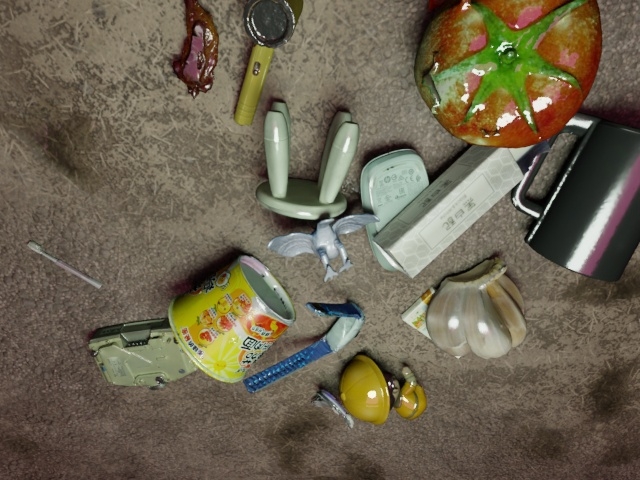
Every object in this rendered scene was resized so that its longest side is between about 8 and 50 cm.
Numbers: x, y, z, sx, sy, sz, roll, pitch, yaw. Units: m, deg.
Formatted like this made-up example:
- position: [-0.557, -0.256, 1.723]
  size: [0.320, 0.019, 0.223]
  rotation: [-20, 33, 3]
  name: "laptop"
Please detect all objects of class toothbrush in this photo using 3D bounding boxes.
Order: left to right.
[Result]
- position: [-0.639, 0.062, 1.081]
  size: [0.194, 0.014, 0.017]
  rotation: [39, 110, -19]
  name: "toothbrush"

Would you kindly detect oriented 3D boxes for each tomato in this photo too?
- position: [0.329, -0.312, 0.776]
  size: [0.303, 0.239, 0.304]
  rotation: [5, 105, 19]
  name: "tomato"

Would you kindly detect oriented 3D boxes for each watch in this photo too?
- position: [-0.021, 0.264, 1.082]
  size: [0.276, 0.068, 0.274]
  rotation: [-51, 153, 16]
  name: "watch"

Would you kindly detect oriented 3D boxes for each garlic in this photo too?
- position: [0.404, 0.193, 1.106]
  size: [0.210, 0.237, 0.292]
  rotation: [2, 113, 47]
  name: "garlic"

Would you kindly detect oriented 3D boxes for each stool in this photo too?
- position: [-0.026, -0.165, 0.879]
  size: [0.195, 0.195, 0.199]
  rotation: [8, 116, -6]
  name: "stool"

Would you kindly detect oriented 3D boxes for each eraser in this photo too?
- position: [0.298, -0.093, 0.917]
  size: [0.404, 0.096, 0.098]
  rotation: [-42, 113, 0]
  name: "eraser"

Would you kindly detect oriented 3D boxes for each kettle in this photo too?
- position: [0.599, -0.105, 0.958]
  size: [0.203, 0.262, 0.308]
  rotation: [-6, 121, -39]
  name: "kettle"

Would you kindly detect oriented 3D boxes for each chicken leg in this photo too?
- position: [-0.242, -0.387, 0.837]
  size: [0.089, 0.048, 0.219]
  rotation: [7, 117, -9]
  name: "chicken leg"

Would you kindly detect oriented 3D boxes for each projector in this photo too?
- position: [-0.473, 0.319, 1.181]
  size: [0.269, 0.088, 0.194]
  rotation: [-8, 115, 2]
  name: "projector"

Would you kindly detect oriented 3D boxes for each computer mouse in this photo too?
- position: [0.175, -0.064, 0.992]
  size: [0.159, 0.097, 0.289]
  rotation: [-19, 111, -8]
  name: "computer mouse"

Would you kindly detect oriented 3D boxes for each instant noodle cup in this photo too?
- position: [-0.196, 0.174, 1.029]
  size: [0.200, 0.264, 0.264]
  rotation: [-39, 113, 9]
  name: "instant noodle cup"

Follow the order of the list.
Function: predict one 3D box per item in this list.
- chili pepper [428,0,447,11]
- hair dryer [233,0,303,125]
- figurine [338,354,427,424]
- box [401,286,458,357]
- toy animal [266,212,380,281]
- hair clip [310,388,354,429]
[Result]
- position: [0.263, -0.506, 0.788]
  size: [0.059, 0.050, 0.191]
  rotation: [22, 124, -31]
  name: "chili pepper"
- position: [-0.116, -0.351, 0.834]
  size: [0.090, 0.135, 0.279]
  rotation: [19, 133, -12]
  name: "hair dryer"
- position: [0.175, 0.431, 1.211]
  size: [0.256, 0.167, 0.192]
  rotation: [20, 128, -12]
  name: "figurine"
- position: [0.344, 0.229, 1.187]
  size: [0.220, 0.032, 0.122]
  rotation: [36, 109, -18]
  name: "box"
- position: [0.000, 0.000, 0.935]
  size: [0.239, 0.176, 0.255]
  rotation: [-20, 146, -13]
  name: "toy animal"
- position: [0.029, 0.476, 1.238]
  size: [0.116, 0.172, 0.049]
  rotation: [45, 70, -12]
  name: "hair clip"
